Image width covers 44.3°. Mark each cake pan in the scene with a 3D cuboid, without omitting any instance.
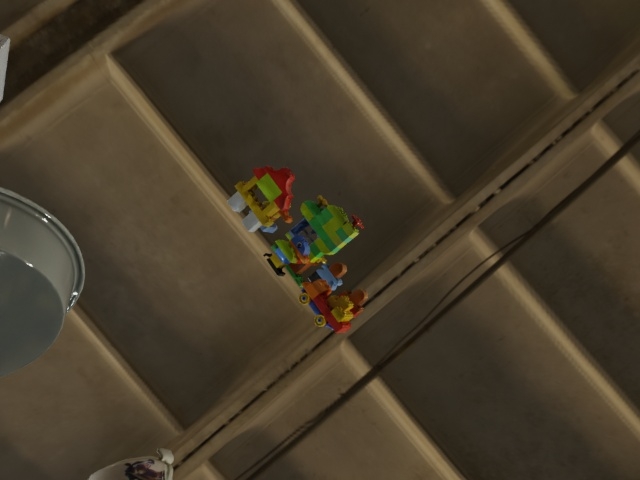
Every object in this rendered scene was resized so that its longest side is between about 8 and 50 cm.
[{"bbox_3d":[-0.370,0.054,0.729,0.293,0.293,0.054,-14,-127,-4],"label":"cake pan"}]

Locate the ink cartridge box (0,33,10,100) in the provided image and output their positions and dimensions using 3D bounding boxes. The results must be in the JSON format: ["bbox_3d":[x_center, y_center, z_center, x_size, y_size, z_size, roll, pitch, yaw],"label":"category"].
[{"bbox_3d":[-0.637,-0.304,1.323,0.191,0.139,0.082,19,-137,-11],"label":"ink cartridge box"}]

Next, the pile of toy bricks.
[{"bbox_3d":[0.000,0.000,0.926,0.105,0.118,0.212,-40,-106,13],"label":"pile of toy bricks"}]

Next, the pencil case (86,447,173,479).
[{"bbox_3d":[-0.299,0.562,1.317,0.184,0.160,0.410,-17,-125,0],"label":"pencil case"}]
